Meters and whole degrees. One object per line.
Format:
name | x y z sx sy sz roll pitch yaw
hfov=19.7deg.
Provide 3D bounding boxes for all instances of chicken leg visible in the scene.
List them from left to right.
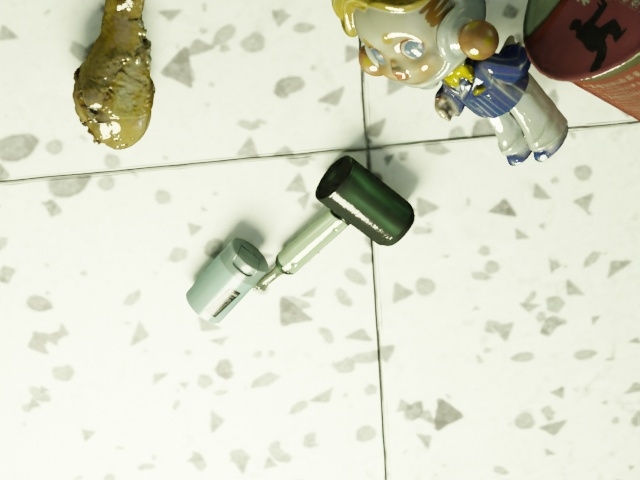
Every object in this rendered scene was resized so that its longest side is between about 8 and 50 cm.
chicken leg | -0.200 -0.184 1.829 0.085 0.069 0.198 6 112 -10

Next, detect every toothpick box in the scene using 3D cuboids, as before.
toothpick box | -0.100 0.043 1.975 0.052 0.052 0.083 33 114 -21

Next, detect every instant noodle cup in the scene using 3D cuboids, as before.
instant noodle cup | 0.337 -0.210 1.777 0.178 0.235 0.235 34 112 -32

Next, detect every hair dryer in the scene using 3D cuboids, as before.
hair dryer | 0.000 0.000 1.967 0.100 0.057 0.198 39 118 -23

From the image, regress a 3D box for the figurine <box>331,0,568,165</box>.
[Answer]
figurine | 0.139 -0.187 1.804 0.274 0.194 0.133 34 71 -4
